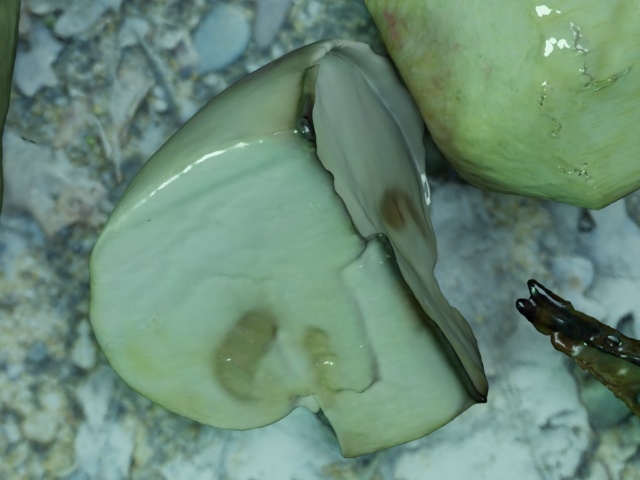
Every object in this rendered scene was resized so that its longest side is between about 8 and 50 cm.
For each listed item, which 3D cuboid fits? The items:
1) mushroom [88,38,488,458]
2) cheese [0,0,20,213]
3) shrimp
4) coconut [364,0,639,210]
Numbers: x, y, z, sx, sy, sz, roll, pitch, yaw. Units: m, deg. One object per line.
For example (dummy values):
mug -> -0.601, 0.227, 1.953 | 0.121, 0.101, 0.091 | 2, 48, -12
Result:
mushroom -> -0.024, -0.001, 1.029 | 0.236, 0.173, 0.162 | 58, 26, -34
cheese -> -0.243, -0.060, 0.941 | 0.174, 0.251, 0.247 | 6, 94, -10
shrimp -> 0.218, 0.074, 1.088 | 0.262, 0.066, 0.117 | 35, 59, -18
coconut -> 0.153, -0.147, 1.011 | 0.259, 0.259, 0.259 | 2, 79, -12
